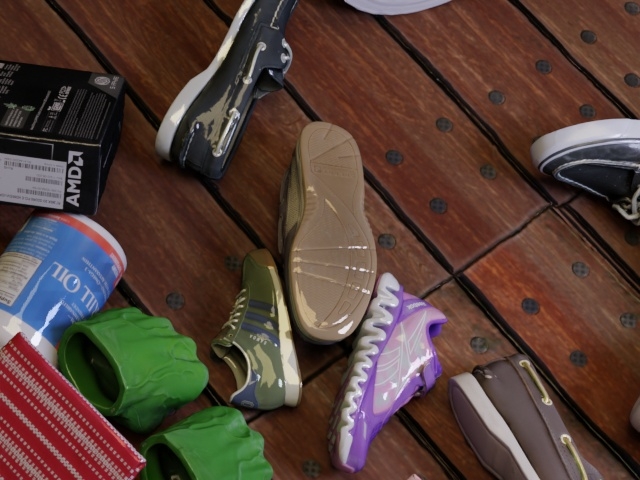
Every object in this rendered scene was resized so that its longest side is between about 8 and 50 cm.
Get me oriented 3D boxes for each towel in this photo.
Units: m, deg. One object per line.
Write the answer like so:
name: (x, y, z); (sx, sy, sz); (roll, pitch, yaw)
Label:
towel: (-0.321, 0.256, 1.465); (0.199, 0.031, 0.275); (42, 96, 16)

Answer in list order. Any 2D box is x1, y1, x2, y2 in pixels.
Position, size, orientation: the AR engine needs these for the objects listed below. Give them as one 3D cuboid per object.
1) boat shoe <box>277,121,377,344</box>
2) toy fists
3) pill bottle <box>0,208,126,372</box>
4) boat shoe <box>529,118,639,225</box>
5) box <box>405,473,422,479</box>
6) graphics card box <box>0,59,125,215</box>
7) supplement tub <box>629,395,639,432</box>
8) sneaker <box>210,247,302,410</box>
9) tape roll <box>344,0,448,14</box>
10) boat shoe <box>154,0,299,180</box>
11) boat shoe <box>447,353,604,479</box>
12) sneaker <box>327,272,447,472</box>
boat shoe: (0.000, 0.000, 1.687); (0.102, 0.092, 0.285); (8, 58, -17)
toy fists: (-0.157, 0.187, 1.542); (0.279, 0.096, 0.142); (51, 32, 20)
pill bottle: (-0.312, 0.081, 1.583); (0.124, 0.124, 0.221); (25, 62, 7)
boat shoe: (0.399, -0.071, 1.770); (0.306, 0.113, 0.105); (6, 65, -22)
box: (0.062, 0.359, 1.378); (0.154, 0.300, 0.142); (-39, 73, -24)
graphics card box: (-0.414, -0.133, 1.643); (0.370, 0.094, 0.233); (6, 24, -4)
supplement tub: (0.457, 0.195, 1.610); (0.199, 0.144, 0.144); (33, 62, 11)
sneaker: (-0.081, 0.099, 1.635); (0.086, 0.064, 0.192); (-6, 66, -16)
tape roll: (0.128, -0.405, 1.816); (0.286, 0.286, 0.100); (-16, 65, -16)
boat shoe: (-0.086, -0.203, 1.782); (0.091, 0.114, 0.303); (28, 73, 9)
boat shoe: (0.254, 0.264, 1.565); (0.096, 0.117, 0.324); (-23, 61, -15)
sneaker: (0.078, 0.151, 1.619); (0.104, 0.095, 0.236); (22, 60, -4)
